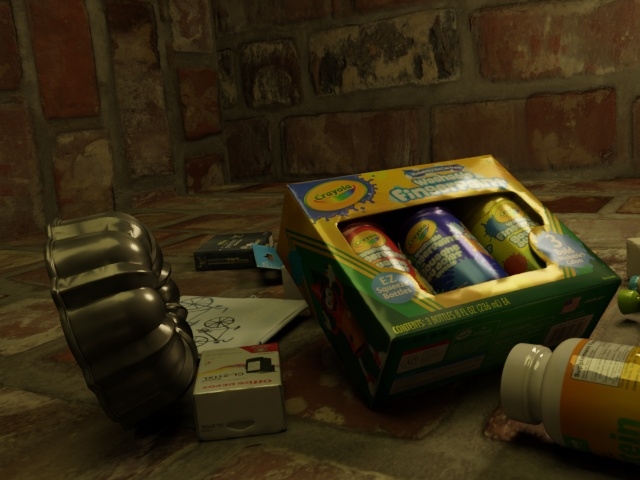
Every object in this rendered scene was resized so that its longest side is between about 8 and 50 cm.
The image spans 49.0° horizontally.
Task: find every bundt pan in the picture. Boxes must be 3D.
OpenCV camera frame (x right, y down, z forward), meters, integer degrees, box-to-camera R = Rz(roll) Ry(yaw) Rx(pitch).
[{"bbox_3d":[-0.275,0.100,1.034,0.124,0.331,0.331,-21,13,-4],"label":"bundt pan"}]

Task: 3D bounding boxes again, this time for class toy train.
[{"bbox_3d":[0.597,0.108,1.249,0.143,0.105,0.248,-8,7,44],"label":"toy train"}]

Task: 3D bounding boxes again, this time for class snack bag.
[{"bbox_3d":[-0.220,0.175,1.412,0.342,0.037,0.323,-1,13,22],"label":"snack bag"}]

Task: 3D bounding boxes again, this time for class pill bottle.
[{"bbox_3d":[0.351,0.192,0.843,0.245,0.137,0.136,4,15,39],"label":"pill bottle"}]

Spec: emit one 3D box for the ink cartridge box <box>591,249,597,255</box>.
[{"bbox_3d":[0.439,0.057,1.486,0.234,0.088,0.193,14,21,33],"label":"ink cartridge box"}]

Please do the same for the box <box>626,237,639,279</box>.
[{"bbox_3d":[0.802,0.039,1.481,0.275,0.094,0.113,-5,11,4],"label":"box"}]

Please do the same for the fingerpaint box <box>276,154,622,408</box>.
[{"bbox_3d":[0.202,0.037,1.190,0.444,0.163,0.371,-10,43,-24],"label":"fingerpaint box"}]

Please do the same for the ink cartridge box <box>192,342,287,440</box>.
[{"bbox_3d":[-0.118,0.222,1.055,0.127,0.072,0.175,-6,11,-4],"label":"ink cartridge box"}]

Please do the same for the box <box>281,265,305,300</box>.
[{"bbox_3d":[-0.021,0.089,1.607,0.101,0.087,0.101,0,13,26],"label":"box"}]

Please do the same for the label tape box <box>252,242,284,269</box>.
[{"bbox_3d":[0.000,0.000,1.861,0.347,0.115,0.249,3,11,-9],"label":"label tape box"}]

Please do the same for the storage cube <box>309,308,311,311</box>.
[{"bbox_3d":[0.083,0.042,1.479,0.193,0.184,0.215,5,29,40],"label":"storage cube"}]

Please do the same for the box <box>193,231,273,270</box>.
[{"bbox_3d":[-0.250,0.029,2.061,0.183,0.059,0.233,-4,12,10],"label":"box"}]
